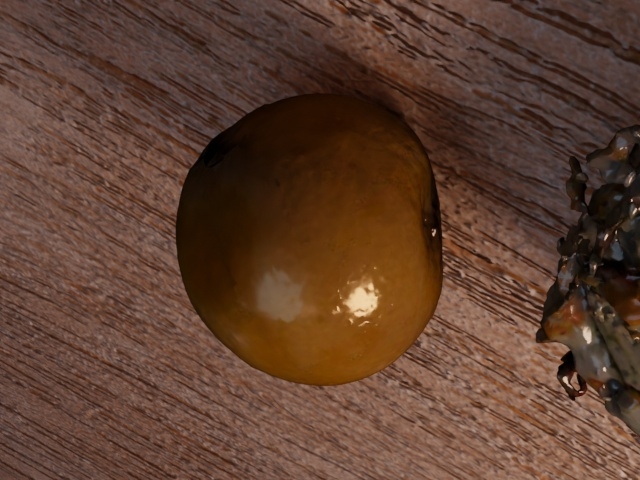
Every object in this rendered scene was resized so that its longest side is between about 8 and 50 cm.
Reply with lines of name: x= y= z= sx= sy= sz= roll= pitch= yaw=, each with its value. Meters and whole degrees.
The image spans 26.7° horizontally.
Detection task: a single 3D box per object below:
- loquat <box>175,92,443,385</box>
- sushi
loquat: x=0.000 y=0.000 z=1.223 sx=0.263 sy=0.263 sz=0.263 roll=26 pitch=143 yaw=22
sushi: x=0.354 y=0.056 z=1.020 sx=0.417 sy=0.176 sz=0.417 roll=34 pitch=150 yaw=23
